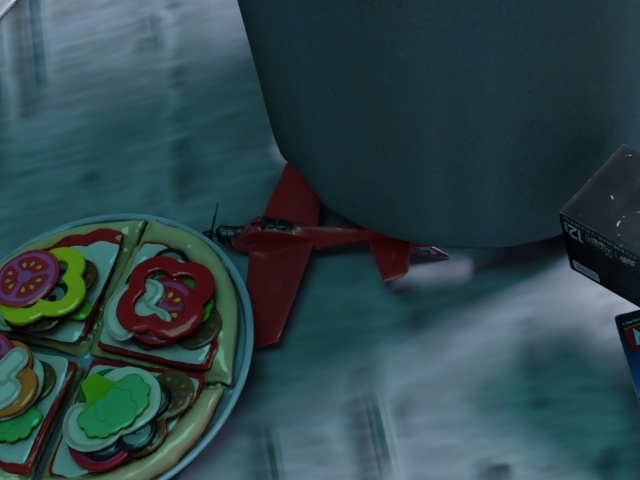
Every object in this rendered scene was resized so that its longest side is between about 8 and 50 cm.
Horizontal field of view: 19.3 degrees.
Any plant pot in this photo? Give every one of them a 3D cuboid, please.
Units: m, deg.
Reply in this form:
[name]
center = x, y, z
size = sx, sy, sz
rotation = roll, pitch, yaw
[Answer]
[plant pot]
center = 0.080, -0.194, 1.033
size = 0.341, 0.334, 0.341
rotation = -3, 47, 3

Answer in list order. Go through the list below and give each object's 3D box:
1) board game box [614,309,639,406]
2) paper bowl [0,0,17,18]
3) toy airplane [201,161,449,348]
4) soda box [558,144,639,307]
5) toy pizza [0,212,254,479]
[board game box]
center = 0.262, 0.069, 0.986
size = 0.194, 0.060, 0.194
rotation = -14, 50, 6
[paper bowl]
center = -0.340, -0.248, 1.309
size = 0.284, 0.148, 0.284
rotation = -7, 54, 9
[toy airplane]
center = 0.000, 0.000, 1.118
size = 0.151, 0.028, 0.151
rotation = -7, 52, 8
[soda box]
center = 0.207, 0.018, 0.967
size = 0.169, 0.053, 0.060
rotation = 32, 67, 34
[toy pizza]
center = -0.137, 0.064, 1.091
size = 0.201, 0.032, 0.201
rotation = -8, 55, 12
